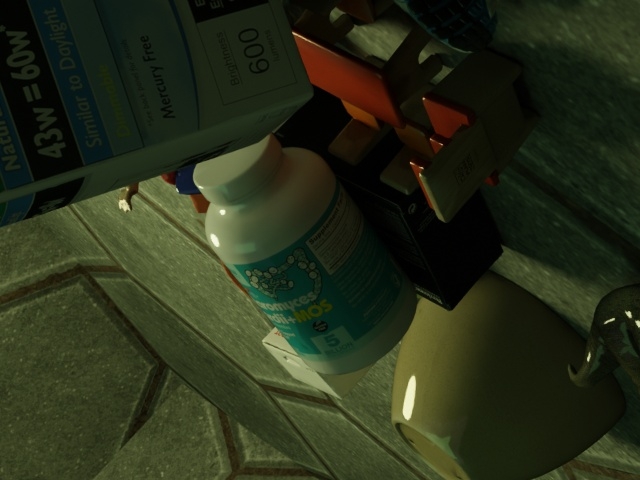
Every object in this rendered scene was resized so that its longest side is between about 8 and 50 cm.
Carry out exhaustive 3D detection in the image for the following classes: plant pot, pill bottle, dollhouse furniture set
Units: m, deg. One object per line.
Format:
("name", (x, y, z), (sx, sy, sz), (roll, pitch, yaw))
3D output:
("plant pot", (0.196, 0.190, 1.757), (0.284, 0.191, 0.284), (39, 164, 13))
("pill bottle", (-0.021, 0.006, 1.501), (0.146, 0.146, 0.264), (20, 152, 55))
("dollhouse furniture set", (0.054, -0.135, 1.324), (0.259, 0.135, 0.262), (31, 161, 38))

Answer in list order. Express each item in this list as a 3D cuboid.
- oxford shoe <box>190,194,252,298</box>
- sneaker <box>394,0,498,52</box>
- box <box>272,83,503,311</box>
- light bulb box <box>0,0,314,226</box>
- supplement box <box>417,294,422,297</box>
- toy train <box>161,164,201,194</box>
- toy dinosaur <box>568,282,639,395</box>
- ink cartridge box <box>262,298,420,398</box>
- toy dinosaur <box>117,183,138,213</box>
("oxford shoe", (-0.089, -0.026, 1.841), (0.097, 0.098, 0.271), (-100, -12, -49))
("sneaker", (0.072, -0.224, 1.188), (0.190, 0.071, 0.083), (49, 172, 8))
("box", (0.054, -0.057, 1.605), (0.261, 0.103, 0.184), (29, 156, 40))
("light bulb box", (-0.250, -0.210, 1.237), (0.225, 0.361, 0.358), (153, 97, -74))
("supplement box", (0.084, 0.024, 1.725), (0.056, 0.083, 0.083), (-93, -6, -47))
("toy train", (-0.106, -0.175, 1.696), (0.105, 0.248, 0.143), (-4, 175, 38))
("toy dinosaur", (0.327, 0.092, 1.362), (0.160, 0.121, 0.313), (59, 166, -12))
("ink cartridge box", (0.036, 0.103, 1.918), (0.082, 0.190, 0.139), (50, 164, -26))
("toy dinosaur", (-0.189, -0.164, 1.915), (0.127, 0.200, 0.295), (-26, 87, 49))
